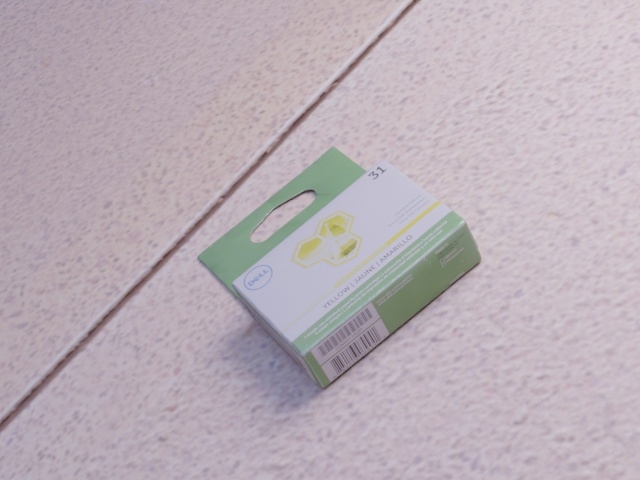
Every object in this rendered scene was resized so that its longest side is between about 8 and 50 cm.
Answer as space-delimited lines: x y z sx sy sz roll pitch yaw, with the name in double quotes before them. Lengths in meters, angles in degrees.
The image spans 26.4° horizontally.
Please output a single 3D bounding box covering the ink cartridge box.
"ink cartridge box" 0.000 0.000 1.152 0.171 0.056 0.235 -39 43 -9
